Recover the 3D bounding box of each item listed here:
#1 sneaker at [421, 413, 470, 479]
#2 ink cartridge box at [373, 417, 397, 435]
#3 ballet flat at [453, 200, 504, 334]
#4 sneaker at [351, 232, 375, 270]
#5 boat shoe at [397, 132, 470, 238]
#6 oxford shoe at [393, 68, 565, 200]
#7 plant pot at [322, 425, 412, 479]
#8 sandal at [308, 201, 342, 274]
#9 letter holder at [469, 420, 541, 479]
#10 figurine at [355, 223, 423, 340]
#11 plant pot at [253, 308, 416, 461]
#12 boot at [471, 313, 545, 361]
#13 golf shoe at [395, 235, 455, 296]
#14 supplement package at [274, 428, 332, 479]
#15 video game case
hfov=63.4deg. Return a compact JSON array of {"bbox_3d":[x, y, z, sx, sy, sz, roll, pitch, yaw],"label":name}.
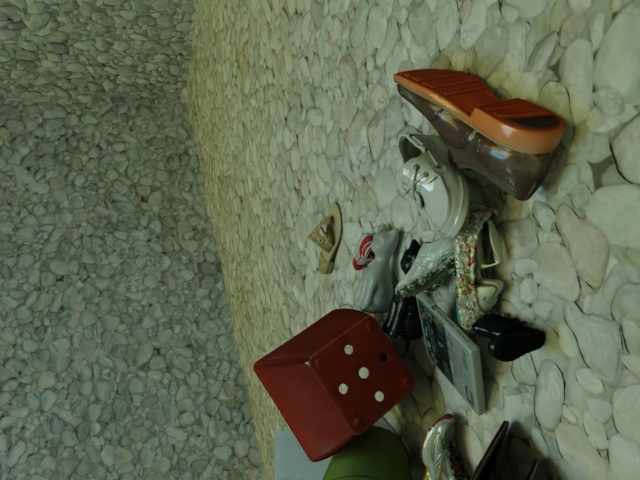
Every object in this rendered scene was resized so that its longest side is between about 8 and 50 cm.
[{"bbox_3d":[0.263,0.459,1.049,0.093,0.088,0.225,7,103,44],"label":"sneaker"},{"bbox_3d":[0.150,0.538,1.349,0.099,0.056,0.135,-146,52,-60],"label":"ink cartridge box"},{"bbox_3d":[0.271,0.050,0.885,0.077,0.091,0.240,3,104,43],"label":"ballet flat"},{"bbox_3d":[0.114,0.045,1.301,0.067,0.042,0.118,-116,31,-45],"label":"sneaker"},{"bbox_3d":[0.183,-0.105,0.911,0.277,0.096,0.098,-95,23,-53],"label":"boat shoe"},{"bbox_3d":[0.227,-0.190,0.856,0.363,0.130,0.132,-125,29,-48],"label":"oxford shoe"},{"bbox_3d":[0.107,0.571,1.170,0.254,0.276,0.276,-61,-26,-67],"label":"plant pot"},{"bbox_3d":[0.003,0.004,1.505,0.088,0.079,0.240,-125,35,-48],"label":"sandal"},{"bbox_3d":[0.311,0.491,0.871,0.152,0.214,0.301,23,123,27],"label":"letter holder"},{"bbox_3d":[0.166,0.080,1.151,0.215,0.092,0.209,-143,58,-60],"label":"figurine"},{"bbox_3d":[0.051,0.306,1.149,0.267,0.267,0.236,57,153,5],"label":"plant pot"},{"bbox_3d":[0.285,0.151,0.832,0.099,0.121,0.045,19,112,58],"label":"boot"},{"bbox_3d":[0.212,0.047,1.013,0.176,0.069,0.086,-40,46,34],"label":"golf shoe"},{"bbox_3d":[-0.002,0.665,1.401,0.198,0.199,0.262,66,-164,-46],"label":"supplement package"},{"bbox_3d":[0.247,0.212,0.981,0.173,0.022,0.190,50,163,52],"label":"video game case"}]
